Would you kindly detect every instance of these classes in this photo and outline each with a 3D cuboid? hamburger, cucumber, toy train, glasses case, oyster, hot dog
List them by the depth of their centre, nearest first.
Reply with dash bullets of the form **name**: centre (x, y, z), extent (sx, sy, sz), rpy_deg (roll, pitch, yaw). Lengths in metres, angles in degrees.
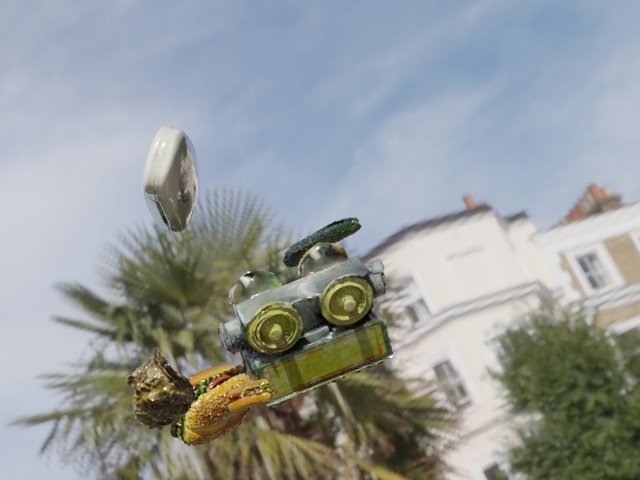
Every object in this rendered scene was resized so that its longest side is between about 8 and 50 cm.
- **glasses case**: centre (-0.160, -0.063, 1.221), extent (0.049, 0.076, 0.197), rpy_deg (14, -15, 2)
- **hot dog**: centre (-0.101, 0.217, 1.578), extent (0.083, 0.037, 0.021), rpy_deg (-27, -32, 33)
- **toy train**: centre (-0.018, 0.118, 1.669), extent (0.261, 0.134, 0.177), rpy_deg (-21, -57, -8)
- **oyster**: centre (-0.254, 0.240, 1.759), extent (0.056, 0.105, 0.177), rpy_deg (-44, -1, -41)
- **hamburger**: centre (-0.183, 0.291, 1.968), extent (0.166, 0.087, 0.137), rpy_deg (-21, -42, -43)
- **cucumber**: centre (0.001, 0.000, 2.286), extent (0.044, 0.043, 0.257), rpy_deg (38, -35, -18)
